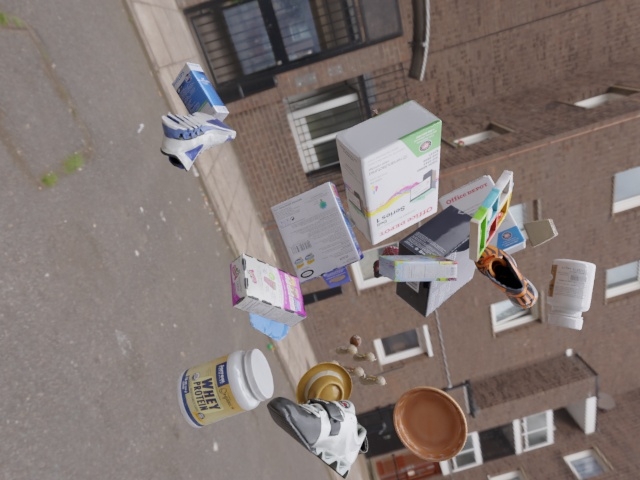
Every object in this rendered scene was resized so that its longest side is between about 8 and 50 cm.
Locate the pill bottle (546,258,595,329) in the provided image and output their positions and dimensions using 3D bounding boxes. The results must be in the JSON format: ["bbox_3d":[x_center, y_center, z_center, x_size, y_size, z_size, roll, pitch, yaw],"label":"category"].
[{"bbox_3d":[0.866,0.185,1.463,0.131,0.131,0.229,57,43,-87],"label":"pill bottle"}]

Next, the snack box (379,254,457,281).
[{"bbox_3d":[0.314,0.089,1.380,0.174,0.207,0.070,-154,-117,-80],"label":"snack box"}]

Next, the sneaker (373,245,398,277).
[{"bbox_3d":[0.371,0.111,2.192,0.299,0.112,0.120,124,-38,-65],"label":"sneaker"}]

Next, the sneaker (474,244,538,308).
[{"bbox_3d":[0.631,0.086,1.493,0.180,0.124,0.321,38,13,-37],"label":"sneaker"}]

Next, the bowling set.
[{"bbox_3d":[0.144,0.491,1.783,0.154,0.287,0.199,-29,-136,57],"label":"bowling set"}]

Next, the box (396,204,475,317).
[{"bbox_3d":[0.487,0.088,1.738,0.179,0.313,0.343,41,-28,36],"label":"box"}]

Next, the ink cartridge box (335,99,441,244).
[{"bbox_3d":[0.165,-0.149,0.986,0.117,0.201,0.278,54,-13,40],"label":"ink cartridge box"}]

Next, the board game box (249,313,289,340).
[{"bbox_3d":[-0.195,0.299,1.563,0.169,0.033,0.133,35,40,-15],"label":"board game box"}]

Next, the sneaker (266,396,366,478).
[{"bbox_3d":[0.003,0.413,0.968,0.122,0.146,0.330,19,-28,45],"label":"sneaker"}]

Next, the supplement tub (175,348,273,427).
[{"bbox_3d":[-0.364,0.561,1.620,0.228,0.316,0.228,-22,90,-84],"label":"supplement tub"}]

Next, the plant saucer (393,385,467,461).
[{"bbox_3d":[0.301,0.499,1.156,0.037,0.200,0.199,1,70,-63],"label":"plant saucer"}]

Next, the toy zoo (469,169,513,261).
[{"bbox_3d":[0.567,-0.094,1.376,0.030,0.293,0.192,24,-30,33],"label":"toy zoo"}]

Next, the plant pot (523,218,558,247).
[{"bbox_3d":[0.931,-0.041,1.767,0.109,0.096,0.109,-6,74,-52],"label":"plant pot"}]

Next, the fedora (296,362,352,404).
[{"bbox_3d":[0.017,0.494,1.350,0.079,0.194,0.194,-148,-139,-80],"label":"fedora"}]

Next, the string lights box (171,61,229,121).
[{"bbox_3d":[-0.513,-0.604,1.784,0.077,0.133,0.259,-22,78,-56],"label":"string lights box"}]

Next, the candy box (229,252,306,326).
[{"bbox_3d":[-0.159,0.154,1.279,0.233,0.071,0.159,30,33,-38],"label":"candy box"}]

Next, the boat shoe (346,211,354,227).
[{"bbox_3d":[0.193,-0.129,1.891,0.095,0.254,0.079,49,10,3],"label":"boat shoe"}]

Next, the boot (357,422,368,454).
[{"bbox_3d":[0.070,0.679,1.493,0.189,0.076,0.208,58,-34,21],"label":"boot"}]

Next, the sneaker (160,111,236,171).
[{"bbox_3d":[-0.467,-0.354,1.521,0.127,0.182,0.315,37,28,15],"label":"sneaker"}]

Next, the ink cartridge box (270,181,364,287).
[{"bbox_3d":[0.000,0.000,1.700,0.151,0.270,0.395,-4,72,-76],"label":"ink cartridge box"}]

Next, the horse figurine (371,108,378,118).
[{"bbox_3d":[0.277,-0.413,1.699,0.263,0.066,0.174,57,-21,-6],"label":"horse figurine"}]

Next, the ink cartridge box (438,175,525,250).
[{"bbox_3d":[0.831,-0.093,2.179,0.166,0.286,0.394,30,38,-60],"label":"ink cartridge box"}]
